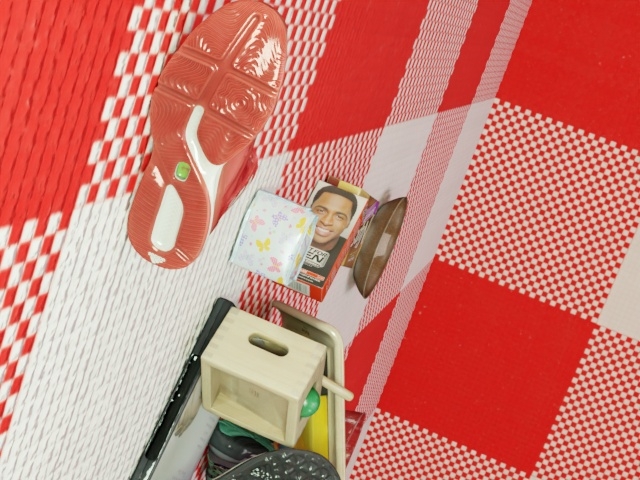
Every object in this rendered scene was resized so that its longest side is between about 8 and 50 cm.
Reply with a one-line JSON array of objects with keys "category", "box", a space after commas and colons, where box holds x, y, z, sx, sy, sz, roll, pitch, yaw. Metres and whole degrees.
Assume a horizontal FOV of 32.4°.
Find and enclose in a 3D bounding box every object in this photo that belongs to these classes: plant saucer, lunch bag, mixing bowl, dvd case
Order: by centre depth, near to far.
[{"category": "lunch bag", "box": [-0.046, -0.004, 1.157, 0.053, 0.071, 0.083, -32, 142, -75]}, {"category": "dvd case", "box": [-0.143, 0.198, 1.219, 0.180, 0.022, 0.253, 74, 39, -73]}, {"category": "plant saucer", "box": [0.103, 0.008, 1.974, 0.198, 0.036, 0.198, 22, 90, -79]}, {"category": "mixing bowl", "box": [0.007, 0.395, 2.108, 0.181, 0.098, 0.181, 22, 90, -78]}]

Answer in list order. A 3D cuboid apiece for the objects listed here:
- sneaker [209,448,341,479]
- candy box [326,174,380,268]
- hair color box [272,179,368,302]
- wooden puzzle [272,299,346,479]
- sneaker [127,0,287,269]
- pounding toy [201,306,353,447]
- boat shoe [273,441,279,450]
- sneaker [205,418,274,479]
[{"category": "sneaker", "box": [-0.094, 0.282, 1.165, 0.097, 0.235, 0.084, 127, -52, -68]}, {"category": "candy box", "box": [0.029, -0.021, 1.529, 0.187, 0.053, 0.109, 23, 89, -78]}, {"category": "hair color box", "box": [0.000, 0.000, 1.382, 0.043, 0.072, 0.141, 92, 22, -61]}, {"category": "wooden puzzle", "box": [-0.018, 0.202, 1.348, 0.221, 0.044, 0.238, -166, -110, -71]}, {"category": "sneaker", "box": [-0.079, -0.094, 0.854, 0.221, 0.087, 0.128, -59, -178, 25]}, {"category": "pounding toy", "box": [-0.042, 0.147, 1.175, 0.130, 0.141, 0.100, 97, 19, -53]}, {"category": "boat shoe", "box": [-0.102, 0.418, 1.640, 0.096, 0.098, 0.277, 96, 18, -52]}, {"category": "sneaker", "box": [-0.110, 0.285, 1.393, 0.098, 0.083, 0.223, -61, 171, -5]}]
